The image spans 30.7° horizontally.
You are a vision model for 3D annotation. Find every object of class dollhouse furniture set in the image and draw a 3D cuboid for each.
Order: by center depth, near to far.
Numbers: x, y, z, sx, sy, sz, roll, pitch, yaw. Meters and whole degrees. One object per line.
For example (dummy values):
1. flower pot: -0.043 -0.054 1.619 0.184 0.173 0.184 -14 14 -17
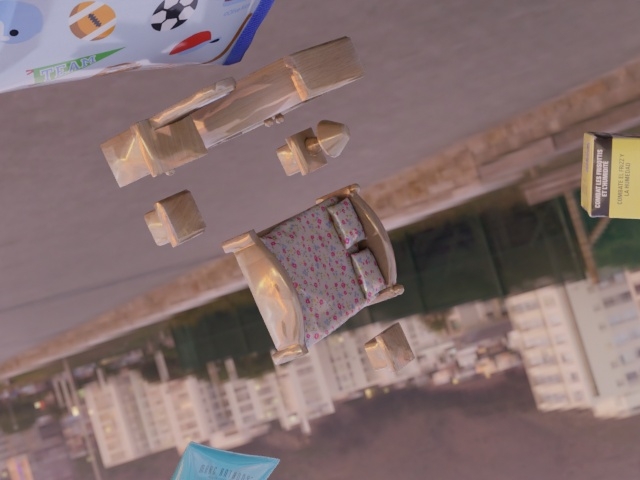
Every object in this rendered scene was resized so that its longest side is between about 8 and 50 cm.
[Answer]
1. dollhouse furniture set: 0.000 0.000 1.170 0.174 0.355 0.303 -22 -175 36

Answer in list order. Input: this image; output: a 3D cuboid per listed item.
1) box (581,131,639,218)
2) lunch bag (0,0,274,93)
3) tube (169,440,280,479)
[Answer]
1. box: 0.297 -0.042 0.790 0.232 0.058 0.087 3 -173 10
2. lunch bag: -0.157 -0.310 0.953 0.328 0.239 0.385 -17 154 -43
3. tube: -0.116 0.243 0.941 0.080 0.052 0.207 16 116 -35
